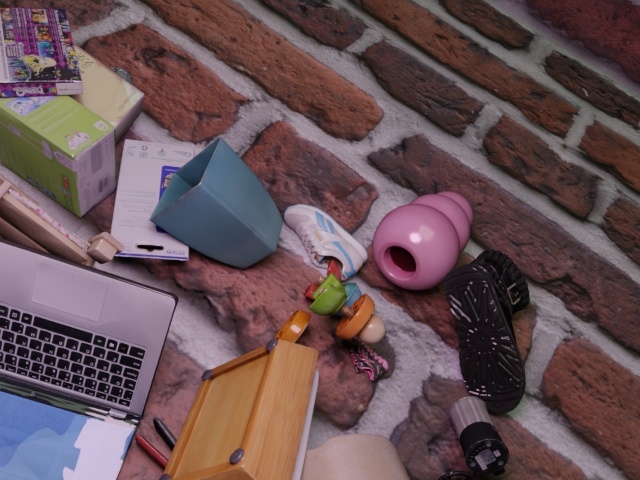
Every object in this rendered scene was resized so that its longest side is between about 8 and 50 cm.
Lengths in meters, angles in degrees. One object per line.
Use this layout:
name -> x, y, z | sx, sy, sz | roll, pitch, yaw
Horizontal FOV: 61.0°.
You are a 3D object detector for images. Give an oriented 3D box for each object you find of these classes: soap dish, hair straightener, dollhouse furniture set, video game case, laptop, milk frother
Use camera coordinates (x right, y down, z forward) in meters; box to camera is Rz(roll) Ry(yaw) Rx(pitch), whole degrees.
soap dish -> -0.129, 0.310, 0.892 | 0.118, 0.229, 0.290 | 49, 30, -23
hair straightener -> -0.214, 0.392, 0.952 | 0.230, 0.047, 0.089 | 39, 53, 9
dollhouse furniture set -> -0.543, -0.084, 0.972 | 0.303, 0.356, 0.173 | 48, 43, -34
video game case -> -0.613, -0.386, 1.104 | 0.210, 0.042, 0.232 | -11, 61, -25
laptop -> -0.484, 0.246, 0.850 | 0.382, 0.407, 0.236 | 19, 18, -7
milk frother -> 0.290, 0.414, 1.095 | 0.143, 0.129, 0.134 | -14, 19, 4

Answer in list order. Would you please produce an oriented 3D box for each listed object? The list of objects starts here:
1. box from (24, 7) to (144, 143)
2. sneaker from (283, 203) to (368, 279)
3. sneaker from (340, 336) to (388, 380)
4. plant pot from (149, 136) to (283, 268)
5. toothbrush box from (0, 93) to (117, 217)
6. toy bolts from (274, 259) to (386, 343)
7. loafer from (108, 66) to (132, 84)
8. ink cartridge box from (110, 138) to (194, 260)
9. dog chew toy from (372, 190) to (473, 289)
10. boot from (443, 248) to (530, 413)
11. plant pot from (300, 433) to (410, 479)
box -> -0.579, -0.359, 1.247 | 0.311, 0.121, 0.148 | 34, 69, -12
sneaker -> 0.000, 0.000, 1.288 | 0.229, 0.087, 0.092 | 36, 54, 10
sneaker -> 0.086, 0.254, 1.167 | 0.119, 0.047, 0.057 | 38, 63, 10
plant pot -> -0.202, -0.059, 1.170 | 0.234, 0.165, 0.165 | 43, 35, -27
toothbrush box -> -0.584, -0.214, 1.152 | 0.283, 0.206, 0.122 | 32, 52, 5
toy bolts -> 0.033, 0.169, 1.153 | 0.158, 0.218, 0.228 | 39, 18, -5
loafer -> -0.609, -0.373, 1.354 | 0.268, 0.084, 0.096 | -11, 92, -22
ink cartridge box -> -0.375, -0.083, 1.226 | 0.166, 0.065, 0.332 | 6, 53, -16
dog chew toy -> 0.271, -0.019, 1.337 | 0.207, 0.206, 0.332 | 42, 44, 12
boot -> 0.414, 0.197, 1.271 | 0.260, 0.131, 0.347 | -8, 86, -58
plant pot -> 0.057, 0.488, 0.838 | 0.334, 0.333, 0.305 | 2, 45, -19
